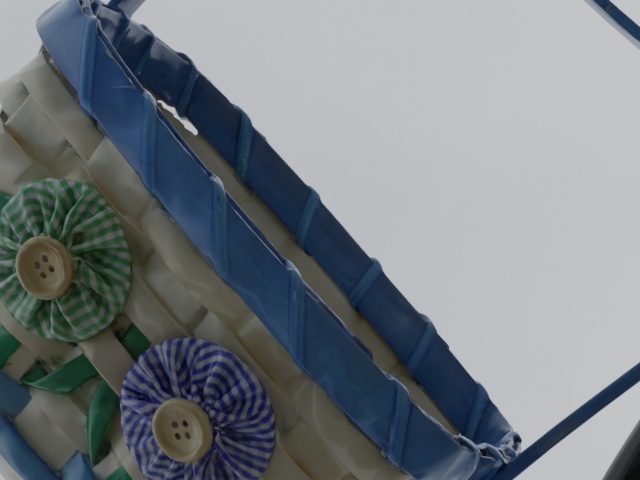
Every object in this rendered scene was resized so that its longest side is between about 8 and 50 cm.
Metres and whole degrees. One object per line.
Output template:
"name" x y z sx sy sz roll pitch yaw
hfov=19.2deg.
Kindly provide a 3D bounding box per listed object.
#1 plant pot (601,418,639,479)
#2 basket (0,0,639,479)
"plant pot" 0.252 0.126 0.962 0.167 0.187 0.188 -41 -111 10
"basket" 0.000 0.000 0.710 0.289 0.201 0.255 -45 -102 2
